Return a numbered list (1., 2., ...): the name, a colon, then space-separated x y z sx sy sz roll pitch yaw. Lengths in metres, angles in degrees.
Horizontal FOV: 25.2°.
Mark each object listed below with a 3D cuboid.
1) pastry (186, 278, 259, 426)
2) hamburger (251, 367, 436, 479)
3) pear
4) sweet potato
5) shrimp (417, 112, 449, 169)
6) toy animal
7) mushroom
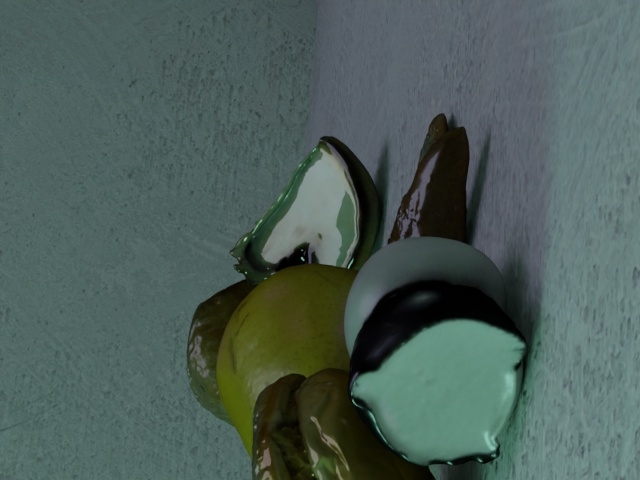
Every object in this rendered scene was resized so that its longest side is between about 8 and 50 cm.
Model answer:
1. pastry: -0.082 0.207 2.556 0.136 0.330 0.329 120 158 -58
2. hamburger: 0.035 0.272 1.499 0.318 0.158 0.318 -22 -90 -80
3. pear: 0.006 0.183 1.818 0.336 0.285 0.285 -102 18 -45
4. sweet potato: 0.126 0.030 1.693 0.114 0.092 0.341 -157 71 -65
5. shrimp: 0.149 -0.104 1.844 0.184 0.043 0.091 -91 13 -60
6. toy animal: 0.107 0.097 1.409 0.235 0.165 0.187 -92 14 -68
7. mushroom: 0.009 0.001 2.497 0.292 0.217 0.212 -46 -21 5
